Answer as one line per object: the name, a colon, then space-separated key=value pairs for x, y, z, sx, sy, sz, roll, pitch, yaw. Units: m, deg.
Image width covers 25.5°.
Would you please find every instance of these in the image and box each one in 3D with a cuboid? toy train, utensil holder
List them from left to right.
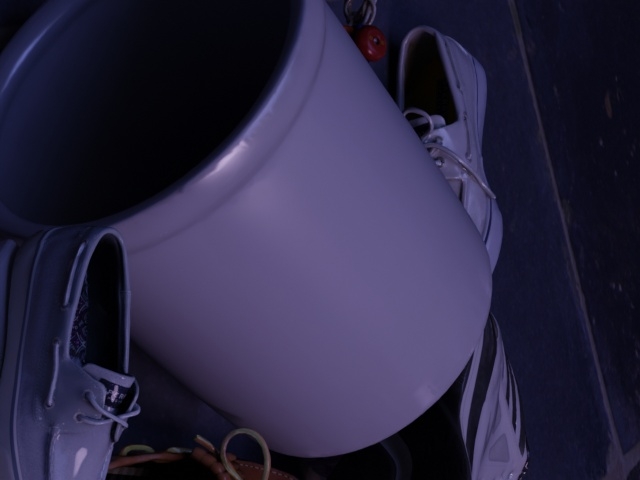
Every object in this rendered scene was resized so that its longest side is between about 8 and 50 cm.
utensil holder: x=-0.059 y=-0.031 z=1.228 sx=0.385 sy=0.327 sz=0.328 roll=48 pitch=44 yaw=-43
toy train: x=-0.008 y=-0.230 z=1.583 sx=0.143 sy=0.105 sz=0.248 roll=21 pitch=63 yaw=-37

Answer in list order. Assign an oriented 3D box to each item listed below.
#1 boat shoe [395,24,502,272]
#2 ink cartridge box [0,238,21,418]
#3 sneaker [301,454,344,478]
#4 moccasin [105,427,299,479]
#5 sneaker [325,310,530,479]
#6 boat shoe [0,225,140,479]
boat shoe: x=0.134 y=-0.108 z=1.718 sx=0.156 sy=0.136 sz=0.367 roll=35 pitch=50 yaw=-47
ink cartridge box: x=-0.278 y=0.148 z=0.997 sx=0.168 sy=0.171 sz=0.233 roll=56 pitch=40 yaw=-31
sneaker: x=0.007 y=0.138 z=1.505 sx=0.104 sy=0.095 sz=0.236 roll=-36 pitch=110 yaw=-62
moccasin: x=-0.122 y=0.234 z=1.226 sx=0.380 sy=0.147 sz=0.139 roll=25 pitch=60 yaw=-52
sneaker: x=0.128 y=0.269 z=1.422 sx=0.257 sy=0.169 sz=0.447 roll=51 pitch=46 yaw=-44
boat shoe: x=-0.164 y=0.097 z=0.950 sx=0.079 sy=0.081 sz=0.227 roll=19 pitch=65 yaw=-53
